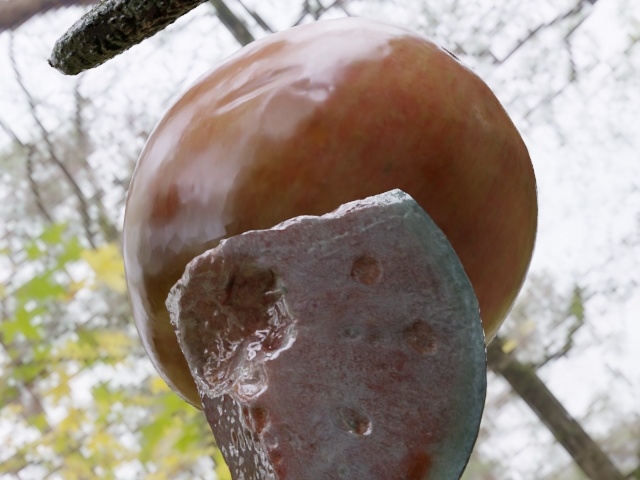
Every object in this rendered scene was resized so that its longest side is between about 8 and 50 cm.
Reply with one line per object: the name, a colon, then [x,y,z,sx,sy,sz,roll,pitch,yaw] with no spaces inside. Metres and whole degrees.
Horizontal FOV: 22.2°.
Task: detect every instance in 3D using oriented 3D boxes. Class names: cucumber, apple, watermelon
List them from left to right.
cucumber: [-0.179,-0.230,1.622,0.293,0.067,0.067,-26,-10,34]
watermelon: [-0.012,0.108,1.168,0.148,0.226,0.318,-51,19,49]
apple: [0.000,0.000,1.529,0.346,0.391,0.391,-61,-2,-40]
